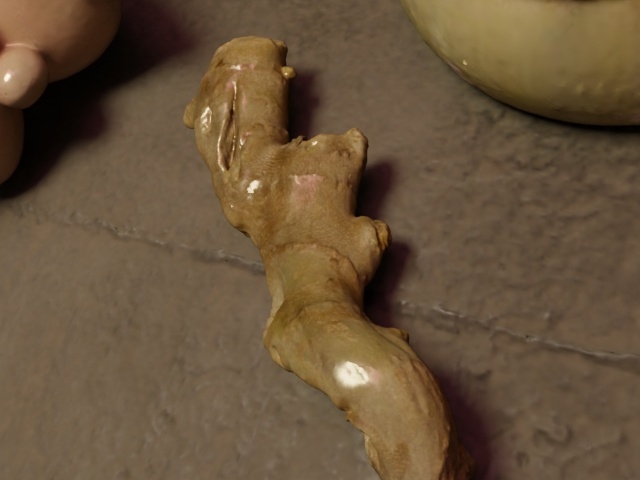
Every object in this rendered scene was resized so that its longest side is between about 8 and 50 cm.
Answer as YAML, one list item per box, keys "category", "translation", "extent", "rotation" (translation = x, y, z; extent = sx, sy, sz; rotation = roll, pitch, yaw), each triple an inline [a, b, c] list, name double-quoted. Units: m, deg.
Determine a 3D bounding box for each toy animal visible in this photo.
- category: "toy animal"
  translation: [-0.221, -0.123, 0.490]
  extent: [0.198, 0.171, 0.171]
  rotation: [-34, 57, -11]

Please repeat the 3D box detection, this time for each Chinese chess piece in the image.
- category: "Chinese chess piece"
  translation: [0.155, -0.181, 0.419]
  extent: [0.257, 0.104, 0.257]
  rotation: [-8, 60, 15]

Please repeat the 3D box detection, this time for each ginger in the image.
- category: "ginger"
  translation: [0.000, 0.000, 0.399]
  extent: [0.089, 0.075, 0.288]
  rotation: [-26, 53, -2]
